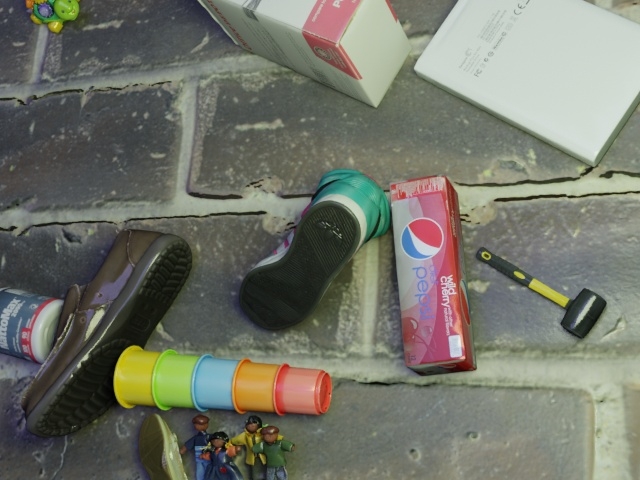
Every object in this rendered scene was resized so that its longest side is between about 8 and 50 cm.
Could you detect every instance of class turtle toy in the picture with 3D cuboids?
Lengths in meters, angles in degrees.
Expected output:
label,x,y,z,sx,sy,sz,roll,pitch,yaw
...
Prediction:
label,x,y,z,sx,sy,sz,roll,pitch,yaw
turtle toy,-0.487,-0.436,1.644,0.130,0.066,0.095,29,86,26

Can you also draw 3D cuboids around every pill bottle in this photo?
label,x,y,z,sx,sy,sz,roll,pitch,yaw
pill bottle,-0.490,0.134,1.451,0.180,0.108,0.108,9,78,24

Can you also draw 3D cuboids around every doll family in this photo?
label,x,y,z,sx,sy,sz,roll,pitch,yaw
doll family,-0.120,0.300,1.274,0.192,0.076,0.111,-10,90,13

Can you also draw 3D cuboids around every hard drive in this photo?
label,x,y,z,sx,sy,sz,roll,pitch,yaw
hard drive,0.315,-0.262,1.295,0.307,0.040,0.203,33,88,26

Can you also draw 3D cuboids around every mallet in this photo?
label,x,y,z,sx,sy,sz,roll,pitch,yaw
mallet,0.287,0.069,1.213,0.189,0.039,0.062,25,86,30

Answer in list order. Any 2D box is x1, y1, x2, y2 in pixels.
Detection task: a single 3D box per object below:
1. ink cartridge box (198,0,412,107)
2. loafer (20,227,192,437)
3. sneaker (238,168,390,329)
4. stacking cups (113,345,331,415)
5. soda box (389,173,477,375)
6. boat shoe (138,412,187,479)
label,x,y,z,sx,sy,sz,roll,pitch,yaw
ink cartridge box,-0.028,-0.338,1.358,0.283,0.207,0.117,28,85,26
loafer,-0.342,0.136,1.392,0.130,0.134,0.366,27,76,30
sneaker,0.000,0.000,1.298,0.124,0.178,0.295,44,132,0
stacking cups,-0.142,0.216,1.302,0.316,0.096,0.096,4,76,21
soda box,0.155,0.048,1.234,0.083,0.092,0.263,-9,71,18
boat shoe,-0.227,0.330,1.330,0.056,0.048,0.153,-39,57,20
